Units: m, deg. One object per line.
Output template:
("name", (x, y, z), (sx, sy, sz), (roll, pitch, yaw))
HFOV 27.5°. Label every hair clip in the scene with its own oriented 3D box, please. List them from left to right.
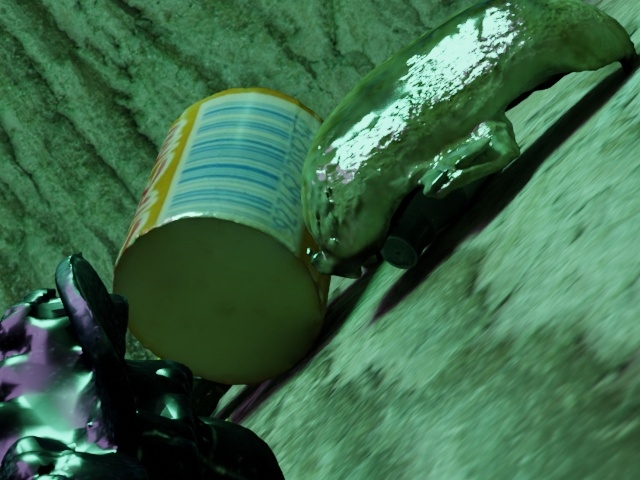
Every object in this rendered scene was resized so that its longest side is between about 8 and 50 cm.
("hair clip", (-0.142, 0.130, 0.653), (0.206, 0.194, 0.310), (-32, 29, 5))

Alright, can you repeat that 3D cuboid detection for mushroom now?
("mushroom", (0.113, -0.115, 1.193), (0.344, 0.130, 0.247), (-37, 13, 14))

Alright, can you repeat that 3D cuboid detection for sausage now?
("sausage", (-0.093, -0.012, 1.470), (0.233, 0.233, 0.287), (-44, 21, 30))

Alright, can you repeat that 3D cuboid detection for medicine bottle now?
("medicine bottle", (0.123, -0.049, 1.325), (0.090, 0.054, 0.208), (-39, 10, 48))

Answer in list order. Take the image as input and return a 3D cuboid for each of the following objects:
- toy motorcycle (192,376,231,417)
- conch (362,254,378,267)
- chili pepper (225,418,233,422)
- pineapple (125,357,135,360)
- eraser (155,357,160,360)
("toy motorcycle", (-0.169, 0.189, 1.541), (0.274, 0.125, 0.187), (-49, -5, -37))
("conch", (0.079, -0.097, 1.656), (0.210, 0.159, 0.291), (-41, 6, 40))
("chili pepper", (-0.110, 0.210, 1.305), (0.030, 0.017, 0.083), (-43, 6, 32))
("pineapple", (-0.287, 0.275, 1.838), (0.158, 0.158, 0.278), (-44, 15, 10))
("eraser", (-0.204, 0.216, 1.702), (0.097, 0.045, 0.122), (-44, -38, -47))
